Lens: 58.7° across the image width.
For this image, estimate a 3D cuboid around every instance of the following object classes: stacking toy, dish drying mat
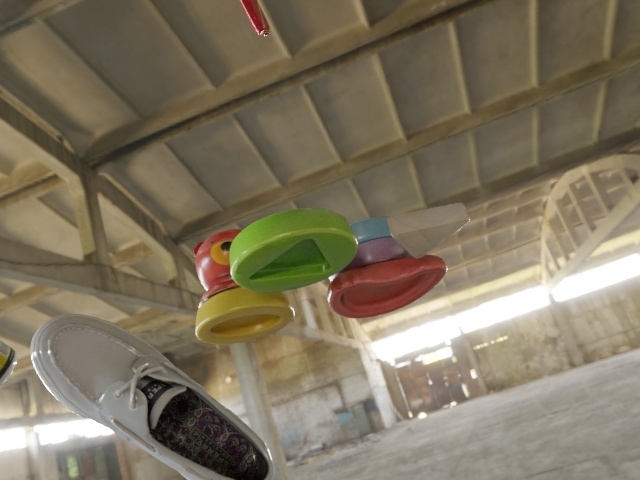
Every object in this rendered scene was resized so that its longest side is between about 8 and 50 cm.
[{"bbox_3d":[0.000,0.000,0.683,0.309,0.130,0.279,-7,-28,-18],"label":"stacking toy"},{"bbox_3d":[-0.054,-0.169,0.357,0.008,0.083,0.032,-22,15,14],"label":"dish drying mat"}]

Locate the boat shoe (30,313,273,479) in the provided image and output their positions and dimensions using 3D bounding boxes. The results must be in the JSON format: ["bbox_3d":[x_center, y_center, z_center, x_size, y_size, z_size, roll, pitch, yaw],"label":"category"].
[{"bbox_3d":[-0.109,0.109,0.375,0.066,0.184,0.063,-48,2,-35],"label":"boat shoe"}]

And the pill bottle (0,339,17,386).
[{"bbox_3d":[-0.564,0.159,0.856,0.103,0.103,0.184,-26,-58,22],"label":"pill bottle"}]
